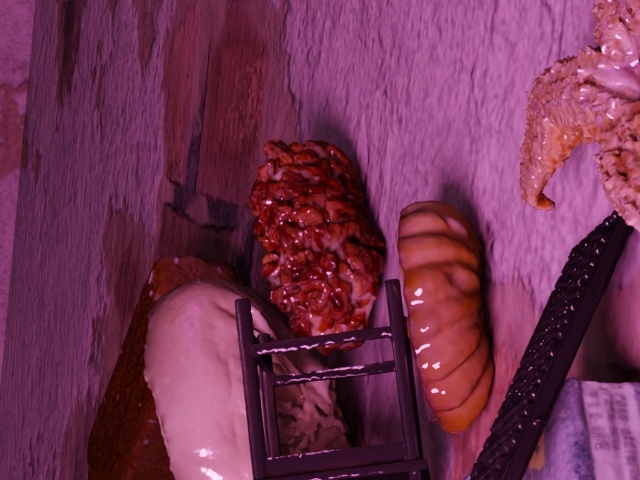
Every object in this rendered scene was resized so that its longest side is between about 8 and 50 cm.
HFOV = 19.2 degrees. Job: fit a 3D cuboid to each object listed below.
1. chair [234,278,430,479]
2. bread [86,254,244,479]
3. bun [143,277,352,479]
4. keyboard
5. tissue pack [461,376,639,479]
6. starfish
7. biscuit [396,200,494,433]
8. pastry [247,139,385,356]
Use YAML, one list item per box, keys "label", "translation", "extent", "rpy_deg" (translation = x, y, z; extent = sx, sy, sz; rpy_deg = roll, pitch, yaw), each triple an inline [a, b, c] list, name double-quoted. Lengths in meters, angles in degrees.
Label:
- label: "chair"
  translation: [0.020, 0.177, 1.435]
  extent: [0.154, 0.141, 0.260]
  rpy_deg: [70, -166, -74]
- label: "bread"
  translation: [-0.171, 0.194, 2.076]
  extent: [0.416, 0.113, 0.165]
  rpy_deg: [117, 152, -50]
- label: "bun"
  translation: [-0.047, 0.168, 1.630]
  extent: [0.287, 0.146, 0.287]
  rpy_deg: [-17, -90, -82]
- label: "keyboard"
  translation: [0.138, 0.080, 1.168]
  extent: [0.250, 0.017, 0.087]
  rpy_deg: [-60, 5, -34]
- label: "tissue pack"
  translation: [0.157, 0.238, 1.168]
  extent: [0.185, 0.081, 0.257]
  rpy_deg: [124, 145, -56]
- label: "starfish"
  translation: [0.214, -0.093, 1.075]
  extent: [0.293, 0.084, 0.301]
  rpy_deg: [-121, 44, -59]
- label: "biscuit"
  translation: [0.094, 0.047, 1.409]
  extent: [0.118, 0.061, 0.183]
  rpy_deg: [61, -159, -64]
- label: "pastry"
  translation: [-0.002, 0.000, 1.647]
  extent: [0.097, 0.115, 0.208]
  rpy_deg: [-56, 31, 34]
